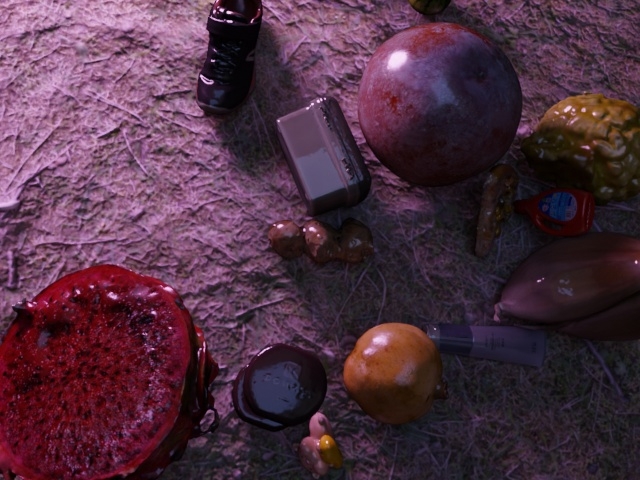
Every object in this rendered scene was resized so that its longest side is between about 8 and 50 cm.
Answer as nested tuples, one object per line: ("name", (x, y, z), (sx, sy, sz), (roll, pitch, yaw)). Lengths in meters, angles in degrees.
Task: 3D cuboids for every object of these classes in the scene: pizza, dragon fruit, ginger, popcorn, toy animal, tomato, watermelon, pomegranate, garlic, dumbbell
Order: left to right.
("dragon fruit", (-0.343, 0.244, 1.345), (0.386, 0.249, 0.371), (-45, 61, -5))
("dumbbell", (-0.076, 0.258, 1.411), (0.140, 0.225, 0.124), (21, 71, -7))
("toy animal", (-0.010, 0.373, 1.474), (0.082, 0.091, 0.114), (-21, 83, 0))
("ginger", (0.000, 0.000, 1.563), (0.204, 0.080, 0.104), (-1, 45, -12))
("pomegranate", (0.147, 0.244, 1.484), (0.196, 0.196, 0.196), (2, 77, -10))
("watermelon", (0.234, -0.527, 1.713), (0.109, 0.109, 0.109), (2, 77, -10))
("tomato", (0.225, -0.260, 1.567), (0.316, 0.282, 0.317), (7, 72, -21))
("pizza", (0.349, -0.057, 1.623), (0.052, 0.185, 0.195), (20, 103, 27))
("garlic", (0.507, 0.123, 1.571), (0.340, 0.246, 0.232), (-21, 110, 9))
("popcorn", (0.535, -0.178, 1.649), (0.251, 0.206, 0.237), (-16, 94, -3))

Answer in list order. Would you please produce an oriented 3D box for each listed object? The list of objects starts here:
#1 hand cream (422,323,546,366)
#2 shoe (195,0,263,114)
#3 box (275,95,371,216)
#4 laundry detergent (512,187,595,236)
("hand cream", (0.324, 0.199, 1.598), (0.255, 0.048, 0.079), (7, 81, -12))
("shoe", (-0.168, -0.385, 1.586), (0.114, 0.137, 0.291), (11, 77, -8))
("box", (0.004, -0.158, 1.566), (0.129, 0.148, 0.210), (-21, 80, -7))
("laundry detergent", (0.462, -0.058, 1.633), (0.049, 0.165, 0.097), (16, 82, -45))
